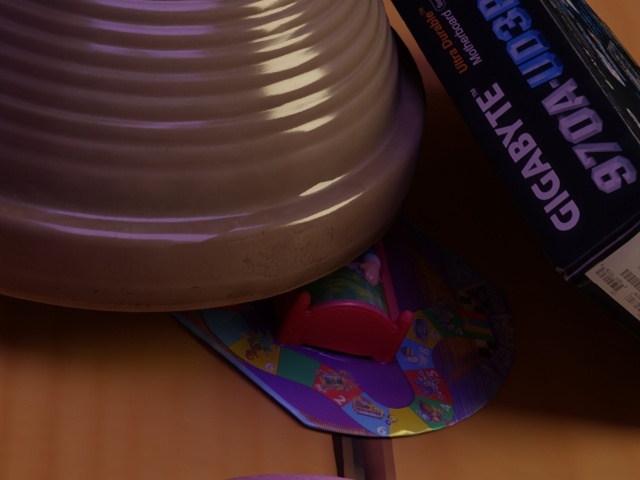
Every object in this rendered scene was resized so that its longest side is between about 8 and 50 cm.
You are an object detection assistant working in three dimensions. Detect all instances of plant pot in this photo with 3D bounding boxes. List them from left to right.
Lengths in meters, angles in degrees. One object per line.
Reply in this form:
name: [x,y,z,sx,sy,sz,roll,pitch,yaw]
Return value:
plant pot: [-0.073,-0.088,0.673,0.237,0.109,0.237,8,36,-6]

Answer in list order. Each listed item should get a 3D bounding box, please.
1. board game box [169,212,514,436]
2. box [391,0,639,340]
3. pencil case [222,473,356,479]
board game box: [0.000,0.000,0.706,0.169,0.033,0.133,38,38,17]
box: [0.104,-0.044,0.739,0.175,0.051,0.220,35,21,-48]
pencil case: [-0.017,0.215,0.334,0.160,0.167,0.386,-16,36,15]
